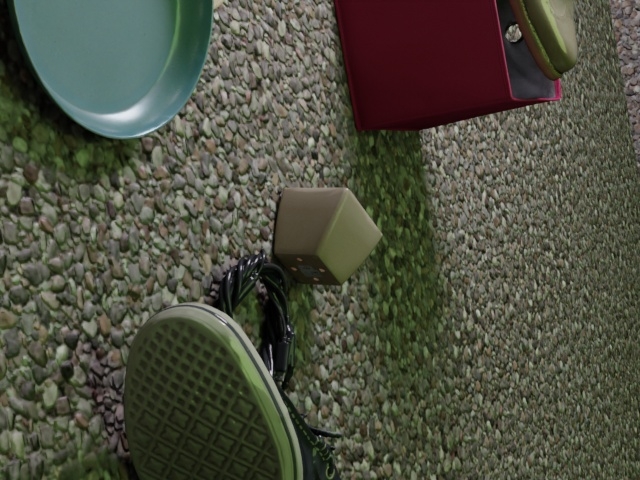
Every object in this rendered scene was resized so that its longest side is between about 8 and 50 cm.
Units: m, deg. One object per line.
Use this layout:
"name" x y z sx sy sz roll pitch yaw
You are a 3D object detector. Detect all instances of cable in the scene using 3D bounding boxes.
"cable" -0.085 0.098 1.494 0.150 0.047 0.184 22 64 -52

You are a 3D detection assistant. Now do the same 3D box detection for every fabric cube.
"fabric cube" 0.203 -0.316 1.920 0.259 0.258 0.254 -12 91 -61

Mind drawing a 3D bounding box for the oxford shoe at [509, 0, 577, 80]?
"oxford shoe" 0.349 -0.439 1.798 0.140 0.147 0.397 -5 86 -64

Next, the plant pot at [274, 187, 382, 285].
"plant pot" 0.000 0.000 1.617 0.109 0.109 0.096 52 51 -41

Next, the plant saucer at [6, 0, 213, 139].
"plant saucer" -0.225 -0.266 1.294 0.318 0.044 0.317 -8 100 -58

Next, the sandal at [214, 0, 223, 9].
"sandal" -0.142 -0.328 1.477 0.240 0.079 0.088 -23 102 -61

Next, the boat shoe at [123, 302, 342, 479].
"boat shoe" -0.071 0.256 1.330 0.156 0.187 0.500 -70 145 -51
